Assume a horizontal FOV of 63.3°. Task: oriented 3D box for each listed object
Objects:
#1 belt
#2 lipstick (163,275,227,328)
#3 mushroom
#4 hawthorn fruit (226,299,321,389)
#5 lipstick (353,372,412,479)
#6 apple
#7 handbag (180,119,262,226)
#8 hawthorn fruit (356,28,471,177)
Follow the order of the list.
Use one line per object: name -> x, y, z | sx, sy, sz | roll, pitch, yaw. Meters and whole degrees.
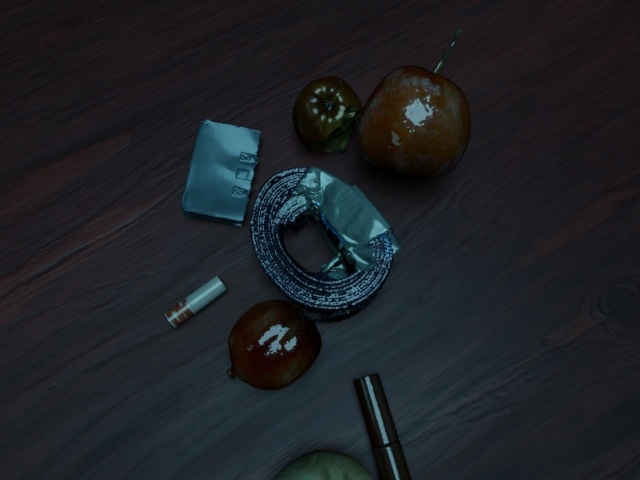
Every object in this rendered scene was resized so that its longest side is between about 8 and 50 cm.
belt -> 0.000, 0.000, 1.061 | 0.260, 0.122, 0.324 | -36, 75, -4
lipstick -> -0.254, 0.125, 1.058 | 0.131, 0.038, 0.038 | -36, 77, -11
mushroom -> 0.009, 0.493, 0.879 | 0.255, 0.184, 0.254 | 0, 77, -2
hawthorn fruit -> -0.093, 0.204, 0.977 | 0.188, 0.169, 0.169 | -46, 79, 2
lipstick -> 0.136, 0.429, 0.966 | 0.057, 0.057, 0.356 | -16, 74, -6
apple -> 0.013, -0.278, 1.121 | 0.156, 0.158, 0.147 | -29, 74, -5
handbag -> -0.214, -0.147, 1.134 | 0.144, 0.057, 0.221 | 11, 73, -2
hawthorn fruit -> 0.182, -0.243, 1.058 | 0.232, 0.262, 0.235 | -7, 28, 29
